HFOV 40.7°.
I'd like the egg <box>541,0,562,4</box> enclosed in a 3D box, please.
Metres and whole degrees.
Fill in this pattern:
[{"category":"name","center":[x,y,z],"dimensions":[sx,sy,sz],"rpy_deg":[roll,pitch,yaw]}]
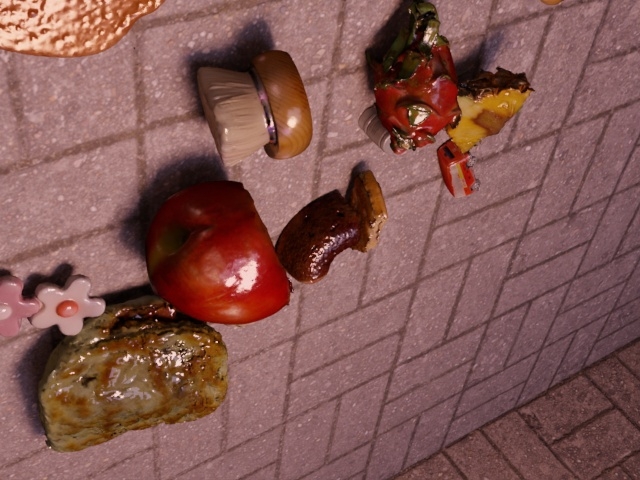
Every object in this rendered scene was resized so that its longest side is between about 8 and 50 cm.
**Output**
[{"category":"egg","center":[0.489,-0.533,1.823],"dimensions":[0.071,0.071,0.083],"rpy_deg":[-39,159,-2]}]

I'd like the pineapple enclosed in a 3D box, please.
[{"category":"pineapple","center":[0.322,-0.316,1.865],"dimensions":[0.164,0.140,0.250],"rpy_deg":[12,149,-16]}]

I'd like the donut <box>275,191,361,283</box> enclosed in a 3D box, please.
[{"category":"donut","center":[-0.009,0.002,1.899],"dimensions":[0.186,0.126,0.144],"rpy_deg":[-28,137,-19]}]

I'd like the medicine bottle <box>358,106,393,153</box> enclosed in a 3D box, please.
[{"category":"medicine bottle","center":[0.126,-0.229,1.788],"dimensions":[0.058,0.091,0.058],"rpy_deg":[-26,144,-21]}]

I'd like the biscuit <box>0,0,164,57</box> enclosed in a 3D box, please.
[{"category":"biscuit","center":[-0.296,-0.422,1.091],"dimensions":[0.455,0.078,0.349],"rpy_deg":[-45,143,5]}]

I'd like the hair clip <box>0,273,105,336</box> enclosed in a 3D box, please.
[{"category":"hair clip","center":[-0.520,0.115,1.568],"dimensions":[0.257,0.075,0.146],"rpy_deg":[-3,136,-37]}]

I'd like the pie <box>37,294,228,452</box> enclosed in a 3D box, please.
[{"category":"pie","center":[-0.398,0.292,1.793],"dimensions":[0.418,0.180,0.395],"rpy_deg":[-23,144,-14]}]

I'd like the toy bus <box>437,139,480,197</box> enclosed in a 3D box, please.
[{"category":"toy bus","center":[0.332,-0.169,2.079],"dimensions":[0.077,0.079,0.174],"rpy_deg":[-29,146,-2]}]

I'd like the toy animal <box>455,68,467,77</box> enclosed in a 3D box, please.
[{"category":"toy animal","center":[0.228,-0.315,1.840],"dimensions":[0.217,0.041,0.075],"rpy_deg":[-42,148,-5]}]

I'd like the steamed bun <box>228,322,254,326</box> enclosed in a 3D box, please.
[{"category":"steamed bun","center":[-0.158,0.116,1.890],"dimensions":[0.182,0.106,0.183],"rpy_deg":[-25,144,-20]}]

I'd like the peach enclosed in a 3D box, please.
[{"category":"peach","center":[-0.166,0.037,1.645],"dimensions":[0.338,0.281,0.281],"rpy_deg":[21,113,-49]}]

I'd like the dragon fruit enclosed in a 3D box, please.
[{"category":"dragon fruit","center":[0.177,-0.308,1.655],"dimensions":[0.269,0.198,0.200],"rpy_deg":[81,21,-50]}]

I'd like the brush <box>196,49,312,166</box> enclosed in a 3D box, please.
[{"category":"brush","center":[-0.114,-0.209,1.526],"dimensions":[0.166,0.174,0.267],"rpy_deg":[-20,159,-8]}]

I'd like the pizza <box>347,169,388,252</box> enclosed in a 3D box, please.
[{"category":"pizza","center":[0.104,-0.046,1.924],"dimensions":[0.069,0.147,0.226],"rpy_deg":[-10,136,-20]}]
